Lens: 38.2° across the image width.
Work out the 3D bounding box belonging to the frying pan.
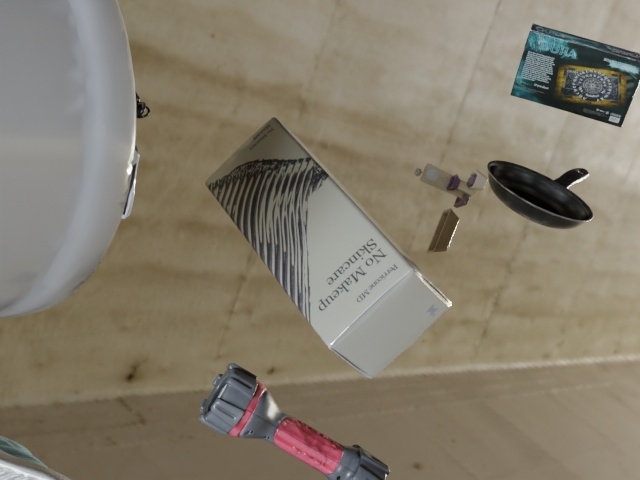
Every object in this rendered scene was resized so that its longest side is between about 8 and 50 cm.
[{"bbox_3d":[0.382,-0.099,1.631,0.197,0.053,0.326,26,-157,3],"label":"frying pan"}]

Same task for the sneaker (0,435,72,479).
[{"bbox_3d":[-0.440,0.375,1.393,0.366,0.135,0.150,32,-176,4],"label":"sneaker"}]

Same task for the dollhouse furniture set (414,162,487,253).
[{"bbox_3d":[0.154,-0.046,1.232,0.081,0.114,0.091,24,171,-9],"label":"dollhouse furniture set"}]

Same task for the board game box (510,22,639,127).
[{"bbox_3d":[0.409,-0.262,1.469,0.186,0.126,0.026,19,-136,10],"label":"board game box"}]

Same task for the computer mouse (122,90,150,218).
[{"bbox_3d":[-0.279,-0.118,1.284,0.042,0.193,0.106,0,-152,-28],"label":"computer mouse"}]

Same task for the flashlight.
[{"bbox_3d":[-0.034,0.303,1.411,0.304,0.103,0.103,33,-144,-11],"label":"flashlight"}]

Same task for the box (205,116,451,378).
[{"bbox_3d":[0.000,0.000,0.930,0.275,0.113,0.094,48,-176,41],"label":"box"}]

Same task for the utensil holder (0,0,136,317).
[{"bbox_3d":[-0.372,-0.086,0.591,0.327,0.327,0.385,26,-158,35],"label":"utensil holder"}]
